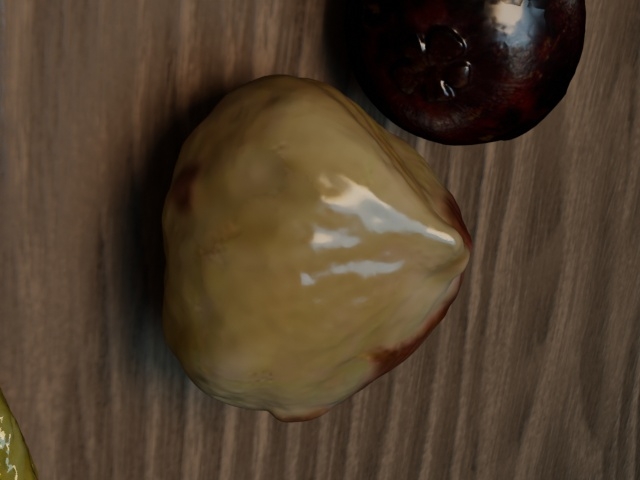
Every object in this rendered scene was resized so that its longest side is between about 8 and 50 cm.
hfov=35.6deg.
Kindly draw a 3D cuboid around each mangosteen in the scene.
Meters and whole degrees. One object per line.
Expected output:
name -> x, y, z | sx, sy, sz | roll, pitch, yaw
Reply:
mangosteen -> 0.118, -0.176, 0.801 | 0.210, 0.210, 0.210 | -17, 119, -35

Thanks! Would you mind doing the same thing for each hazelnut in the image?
hazelnut -> 0.000, 0.000, 0.740 | 0.261, 0.241, 0.261 | -16, 114, -41

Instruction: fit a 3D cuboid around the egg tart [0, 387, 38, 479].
egg tart -> -0.294, 0.183, 0.566 | 0.345, 0.132, 0.345 | -14, 90, -74
